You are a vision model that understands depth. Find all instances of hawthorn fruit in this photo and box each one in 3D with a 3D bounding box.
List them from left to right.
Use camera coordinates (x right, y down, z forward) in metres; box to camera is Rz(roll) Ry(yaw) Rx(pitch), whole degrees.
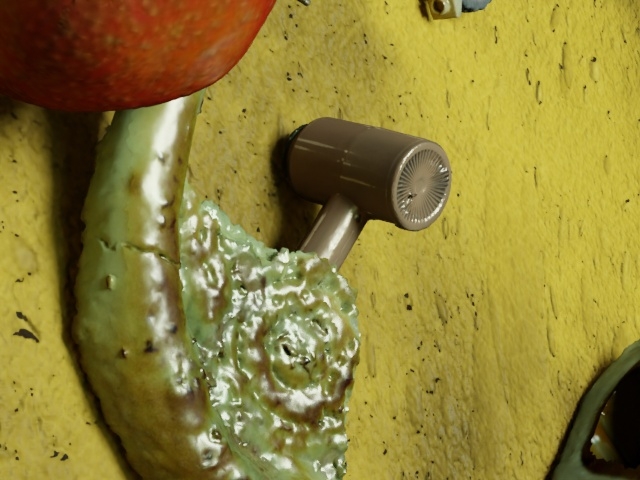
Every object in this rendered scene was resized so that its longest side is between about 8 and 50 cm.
[{"bbox_3d":[-0.101,-0.158,0.880,0.225,0.196,0.196,6,71,-30],"label":"hawthorn fruit"}]

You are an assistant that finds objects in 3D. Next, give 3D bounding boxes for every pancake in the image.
[{"bbox_3d":[-0.044,0.066,0.965,0.197,0.054,0.376,-31,105,-36],"label":"pancake"}]

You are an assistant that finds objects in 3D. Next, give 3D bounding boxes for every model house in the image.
[{"bbox_3d":[0.320,0.230,1.305,0.239,0.173,0.268,57,42,-18],"label":"model house"}]

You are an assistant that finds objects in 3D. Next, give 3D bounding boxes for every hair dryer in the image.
[{"bbox_3d":[0.000,0.000,1.070,0.182,0.117,0.064,-58,136,-17],"label":"hair dryer"}]

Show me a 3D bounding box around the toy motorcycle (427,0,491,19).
[{"bbox_3d":[0.085,-0.289,1.289,0.130,0.094,0.229,-37,118,-47],"label":"toy motorcycle"}]
